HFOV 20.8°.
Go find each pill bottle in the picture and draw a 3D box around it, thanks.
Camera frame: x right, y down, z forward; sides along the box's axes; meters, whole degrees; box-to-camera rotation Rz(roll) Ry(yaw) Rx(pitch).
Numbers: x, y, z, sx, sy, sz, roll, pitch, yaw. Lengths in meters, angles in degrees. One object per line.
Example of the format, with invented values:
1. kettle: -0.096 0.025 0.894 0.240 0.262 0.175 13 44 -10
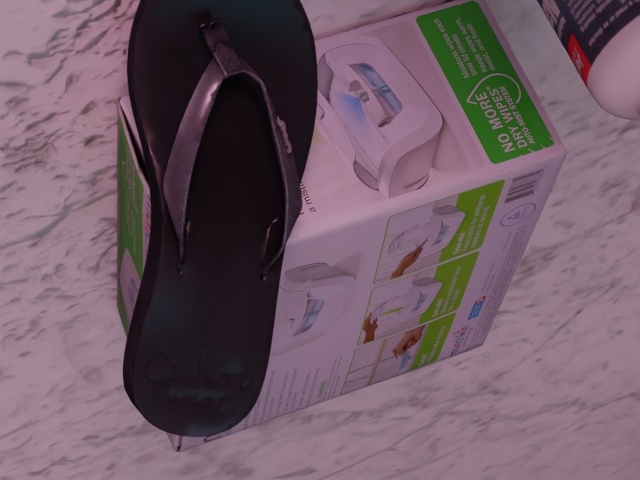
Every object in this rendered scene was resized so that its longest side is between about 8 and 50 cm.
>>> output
1. pill bottle: 0.176 -0.126 0.919 0.108 0.180 0.108 -21 155 -10

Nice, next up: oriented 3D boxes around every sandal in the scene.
1. sandal: -0.046 -0.024 0.876 0.097 0.254 0.054 -2 -169 -20

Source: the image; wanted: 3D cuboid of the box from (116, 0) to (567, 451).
1. box: 0.000 0.000 1.071 0.231 0.127 0.262 -18 155 -15
